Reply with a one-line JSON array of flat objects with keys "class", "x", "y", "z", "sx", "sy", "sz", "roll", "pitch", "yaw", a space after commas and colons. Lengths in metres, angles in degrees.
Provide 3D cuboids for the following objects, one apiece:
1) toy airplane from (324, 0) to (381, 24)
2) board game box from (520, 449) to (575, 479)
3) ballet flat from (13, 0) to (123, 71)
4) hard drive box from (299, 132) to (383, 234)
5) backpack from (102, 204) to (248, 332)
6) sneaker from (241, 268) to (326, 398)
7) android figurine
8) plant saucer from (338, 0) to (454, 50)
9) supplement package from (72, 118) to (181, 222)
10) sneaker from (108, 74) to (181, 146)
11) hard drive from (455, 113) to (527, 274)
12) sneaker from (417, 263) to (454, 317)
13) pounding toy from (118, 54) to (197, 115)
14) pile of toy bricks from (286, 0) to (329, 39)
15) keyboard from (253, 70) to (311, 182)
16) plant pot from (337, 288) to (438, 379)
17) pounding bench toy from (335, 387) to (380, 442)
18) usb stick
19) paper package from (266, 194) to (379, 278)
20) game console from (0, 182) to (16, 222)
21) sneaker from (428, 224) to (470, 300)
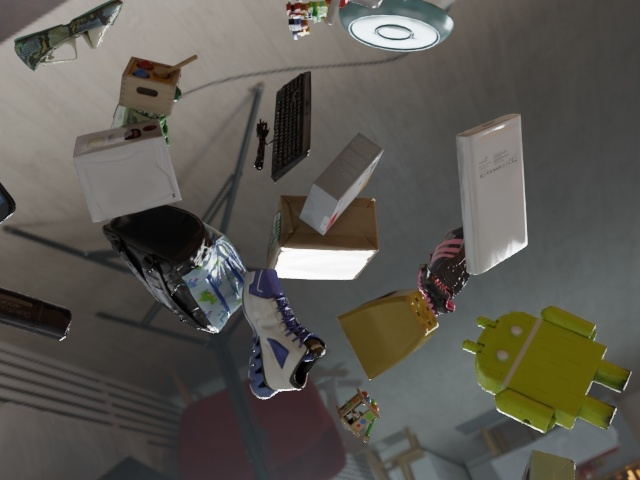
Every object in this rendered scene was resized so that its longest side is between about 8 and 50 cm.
[{"class": "toy airplane", "x": 0.067, "y": -0.668, "z": 1.689, "sx": 0.384, "sy": 0.386, "sz": 0.272, "roll": -30, "pitch": 177, "yaw": -11}, {"class": "board game box", "x": 0.461, "y": 0.636, "z": 1.568, "sx": 0.097, "sy": 0.224, "sz": 0.303, "roll": 12, "pitch": 131, "yaw": 12}, {"class": "ballet flat", "x": -0.394, "y": -0.327, "z": 1.176, "sx": 0.188, "sy": 0.070, "sz": 0.070, "roll": -29, "pitch": 153, "yaw": -14}, {"class": "hard drive box", "x": 0.056, "y": -0.156, "z": 2.009, "sx": 0.232, "sy": 0.089, "sz": 0.181, "roll": -49, "pitch": 172, "yaw": -31}, {"class": "backpack", "x": -0.316, "y": 0.074, "z": 1.773, "sx": 0.273, "sy": 0.290, "sz": 0.356, "roll": -45, "pitch": 138, "yaw": -33}, {"class": "sneaker", "x": -0.077, "y": 0.222, "z": 1.761, "sx": 0.182, "sy": 0.316, "sz": 0.127, "roll": -6, "pitch": 178, "yaw": 30}, {"class": "android figurine", "x": 0.383, "y": 0.215, "z": 1.263, "sx": 0.248, "sy": 0.272, "sz": 0.056, "roll": -47, "pitch": 150, "yaw": -34}, {"class": "plant saucer", "x": 0.202, "y": -0.579, "z": 1.979, "sx": 0.317, "sy": 0.044, "sz": 0.317, "roll": 7, "pitch": 175, "yaw": 1}, {"class": "supplement package", "x": -0.424, "y": -0.160, "z": 1.601, "sx": 0.194, "sy": 0.203, "sz": 0.149, "roll": -15, "pitch": 113, "yaw": -11}, {"class": "sneaker", "x": -0.427, "y": -0.263, "z": 1.831, "sx": 0.410, "sy": 0.182, "sz": 0.158, "roll": -45, "pitch": -174, "yaw": 38}, {"class": "hard drive", "x": 0.381, "y": -0.104, "z": 1.603, "sx": 0.203, "sy": 0.040, "sz": 0.308, "roll": -25, "pitch": 116, "yaw": -37}, {"class": "sneaker", "x": 0.211, "y": 0.088, "z": 1.317, "sx": 0.057, "sy": 0.047, "sz": 0.119, "roll": -9, "pitch": 124, "yaw": 25}, {"class": "pounding toy", "x": -0.348, "y": -0.347, "z": 1.574, "sx": 0.141, "sy": 0.130, "sz": 0.100, "roll": 11, "pitch": 123, "yaw": -10}, {"class": "pile of toy bricks", "x": -0.023, "y": -0.553, "z": 1.745, "sx": 0.105, "sy": 0.118, "sz": 0.212, "roll": -3, "pitch": 170, "yaw": 3}, {"class": "keyboard", "x": -0.095, "y": -0.258, "z": 1.713, "sx": 0.033, "sy": 0.317, "sz": 0.201, "roll": 33, "pitch": 128, "yaw": -29}, {"class": "plant pot", "x": 0.086, "y": 0.098, "z": 0.839, "sx": 0.083, "sy": 0.081, "sz": 0.081, "roll": -32, "pitch": 172, "yaw": 27}, {"class": "pounding bench toy", "x": 0.082, "y": 0.327, "z": 1.356, "sx": 0.065, "sy": 0.052, "sz": 0.083, "roll": -41, "pitch": 105, "yaw": 2}, {"class": "usb stick", "x": -0.659, "y": 0.142, "z": 1.541, "sx": 0.278, "sy": 0.077, "sz": 0.045, "roll": 26, "pitch": 149, "yaw": -36}, {"class": "paper package", "x": 0.000, "y": 0.000, "z": 2.238, "sx": 0.309, "sy": 0.168, "sz": 0.325, "roll": 1, "pitch": 161, "yaw": -10}, {"class": "game console", "x": -0.872, "y": -0.111, "z": 1.619, "sx": 0.250, "sy": 0.293, "sz": 0.173, "roll": -39, "pitch": -170, "yaw": -24}, {"class": "sneaker", "x": 0.348, "y": 0.071, "z": 2.048, "sx": 0.131, "sy": 0.112, "sz": 0.319, "roll": -8, "pitch": -152, "yaw": 47}]
